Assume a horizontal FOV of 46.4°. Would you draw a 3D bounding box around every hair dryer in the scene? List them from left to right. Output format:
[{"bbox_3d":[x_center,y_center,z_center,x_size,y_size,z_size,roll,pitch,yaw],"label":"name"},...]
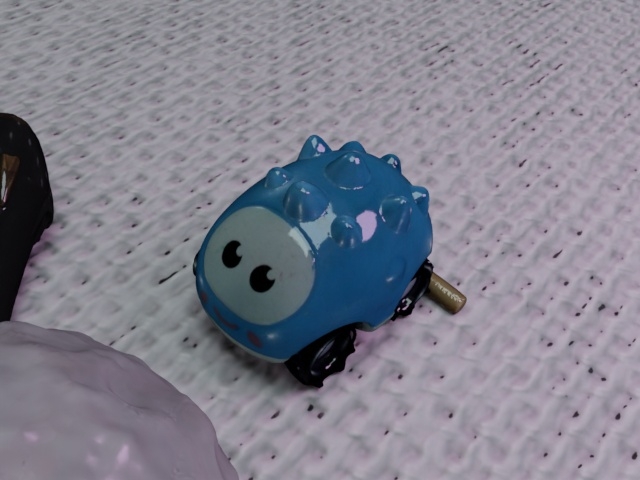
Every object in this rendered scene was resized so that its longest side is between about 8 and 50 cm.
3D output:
[{"bbox_3d":[-0.444,-0.037,0.716,0.360,0.120,0.303,18,50,-28],"label":"hair dryer"}]

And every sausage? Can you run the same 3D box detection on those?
[{"bbox_3d":[0.106,0.035,0.831,0.024,0.024,0.132,-32,57,-32],"label":"sausage"}]

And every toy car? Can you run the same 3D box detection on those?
[{"bbox_3d":[0.000,0.000,0.739,0.255,0.190,0.188,-32,57,-30],"label":"toy car"}]

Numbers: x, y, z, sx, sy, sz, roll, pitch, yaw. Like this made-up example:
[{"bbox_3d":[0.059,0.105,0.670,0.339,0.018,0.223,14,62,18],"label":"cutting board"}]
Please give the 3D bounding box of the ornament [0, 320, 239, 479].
[{"bbox_3d":[-0.196,0.204,0.423,0.337,0.337,0.337,3,44,-3],"label":"ornament"}]
